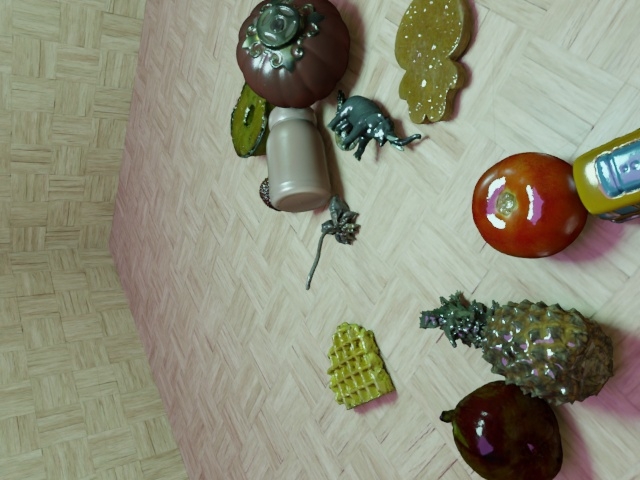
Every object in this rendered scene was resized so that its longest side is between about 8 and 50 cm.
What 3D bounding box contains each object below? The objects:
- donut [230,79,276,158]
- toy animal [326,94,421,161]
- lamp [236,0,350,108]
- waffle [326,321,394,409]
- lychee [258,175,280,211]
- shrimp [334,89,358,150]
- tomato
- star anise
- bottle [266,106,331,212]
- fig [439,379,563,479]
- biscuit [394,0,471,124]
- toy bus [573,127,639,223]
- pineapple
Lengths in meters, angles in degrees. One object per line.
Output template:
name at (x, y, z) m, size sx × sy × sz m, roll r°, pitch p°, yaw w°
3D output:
donut at (-0.195, -0.396, 1.601) m, size 0.272 × 0.107 × 0.273 m, roll 1°, pitch 91°, yaw 58°
toy animal at (0.114, -0.263, 1.203) m, size 0.137 × 0.082 × 0.269 m, roll -48°, pitch 49°, yaw 7°
lamp at (-0.071, -0.499, 1.301) m, size 0.302 × 0.257 × 0.304 m, roll -2°, pitch 83°, yaw 13°
waffle at (0.081, 0.336, 1.348) m, size 0.229 × 0.057 × 0.219 m, roll -43°, pitch 59°, yaw 47°
lychee at (-0.123, -0.151, 1.536) m, size 0.128 × 0.123 × 0.124 m, roll -16°, pitch 78°, yaw 18°
shrimp at (0.074, -0.323, 1.327) m, size 0.091 × 0.034 × 0.161 m, roll 6°, pitch 104°, yaw 41°
tomato at (0.364, -0.061, 0.864) m, size 0.195 × 0.135 × 0.195 m, roll 4°, pitch 95°, yaw 56°
star anise at (0.000, 0.000, 1.308) m, size 0.148 × 0.227 × 0.219 m, roll -22°, pitch 87°, yaw 45°
bottle at (-0.073, -0.237, 1.418) m, size 0.206 × 0.172 × 0.297 m, roll 108°, pitch 155°, yaw -71°
fig at (0.308, 0.378, 0.952) m, size 0.290 × 0.190 × 0.191 m, roll -34°, pitch 66°, yaw 48°
biscuit at (0.242, -0.400, 1.077) m, size 0.202 × 0.044 × 0.289 m, roll -3°, pitch 92°, yaw 54°
toy bus at (0.476, -0.105, 0.709) m, size 0.209 × 0.136 × 0.126 m, roll -25°, pitch 73°, yaw 50°
pineapple at (0.341, 0.175, 0.919) m, size 0.361 × 0.174 × 0.175 m, roll -163°, pitch 73°, yaw -65°
